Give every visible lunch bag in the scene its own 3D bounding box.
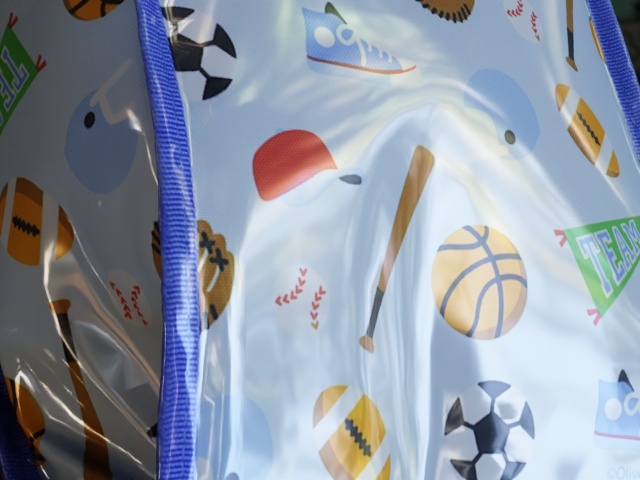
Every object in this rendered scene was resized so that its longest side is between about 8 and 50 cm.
[{"bbox_3d":[0.000,0.000,0.764,0.327,0.385,0.239,4,148,-36],"label":"lunch bag"}]
